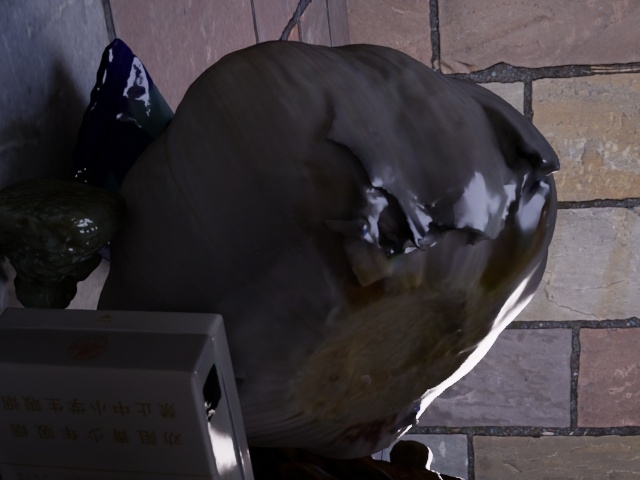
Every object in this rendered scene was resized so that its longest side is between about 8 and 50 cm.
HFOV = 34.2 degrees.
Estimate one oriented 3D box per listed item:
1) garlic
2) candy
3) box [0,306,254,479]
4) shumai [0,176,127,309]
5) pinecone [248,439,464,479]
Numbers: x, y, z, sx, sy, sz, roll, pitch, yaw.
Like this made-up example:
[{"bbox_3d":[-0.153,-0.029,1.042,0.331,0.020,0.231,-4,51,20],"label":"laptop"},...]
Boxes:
[{"bbox_3d":[0.006,0.013,0.696,0.322,0.322,0.241,79,11,-46],"label":"garlic"},{"bbox_3d":[-0.129,-0.031,0.799,0.275,0.070,0.145,65,34,-70],"label":"candy"},{"bbox_3d":[-0.113,0.137,0.616,0.058,0.141,0.201,-69,154,-57],"label":"box"},{"bbox_3d":[-0.157,0.009,0.607,0.083,0.082,0.080,-13,116,-40],"label":"shumai"},{"bbox_3d":[0.047,0.344,0.898,0.398,0.397,0.398,-2,90,-81],"label":"pinecone"}]
